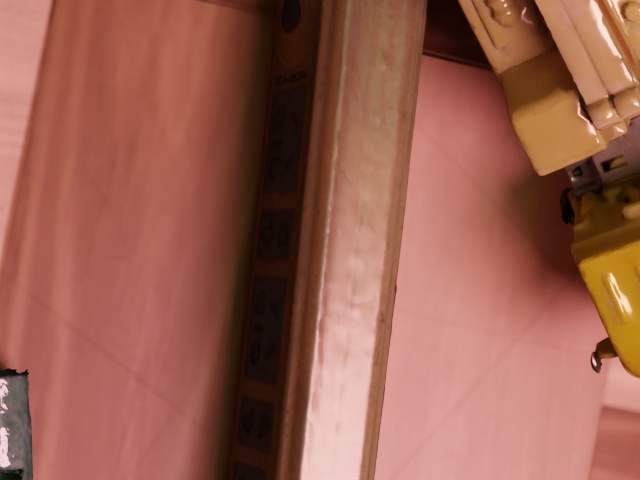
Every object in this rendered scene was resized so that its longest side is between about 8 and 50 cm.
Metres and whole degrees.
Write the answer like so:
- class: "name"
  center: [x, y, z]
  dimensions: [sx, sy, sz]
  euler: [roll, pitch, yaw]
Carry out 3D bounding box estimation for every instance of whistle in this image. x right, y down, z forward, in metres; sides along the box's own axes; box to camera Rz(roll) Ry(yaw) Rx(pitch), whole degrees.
- class: "whistle"
  center: [-0.156, 0.156, 0.883]
  dimensions: [0.039, 0.039, 0.186]
  euler: [-1, 91, -17]

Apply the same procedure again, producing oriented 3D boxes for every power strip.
- class: "power strip"
  center: [0.000, 0.000, 0.903]
  dimensions: [0.066, 0.092, 0.387]
  euler: [8, 87, -19]

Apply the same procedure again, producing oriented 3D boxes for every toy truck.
- class: "toy truck"
  center: [0.146, -0.064, 0.876]
  dimensions: [0.124, 0.157, 0.272]
  euler: [-20, 108, 19]
